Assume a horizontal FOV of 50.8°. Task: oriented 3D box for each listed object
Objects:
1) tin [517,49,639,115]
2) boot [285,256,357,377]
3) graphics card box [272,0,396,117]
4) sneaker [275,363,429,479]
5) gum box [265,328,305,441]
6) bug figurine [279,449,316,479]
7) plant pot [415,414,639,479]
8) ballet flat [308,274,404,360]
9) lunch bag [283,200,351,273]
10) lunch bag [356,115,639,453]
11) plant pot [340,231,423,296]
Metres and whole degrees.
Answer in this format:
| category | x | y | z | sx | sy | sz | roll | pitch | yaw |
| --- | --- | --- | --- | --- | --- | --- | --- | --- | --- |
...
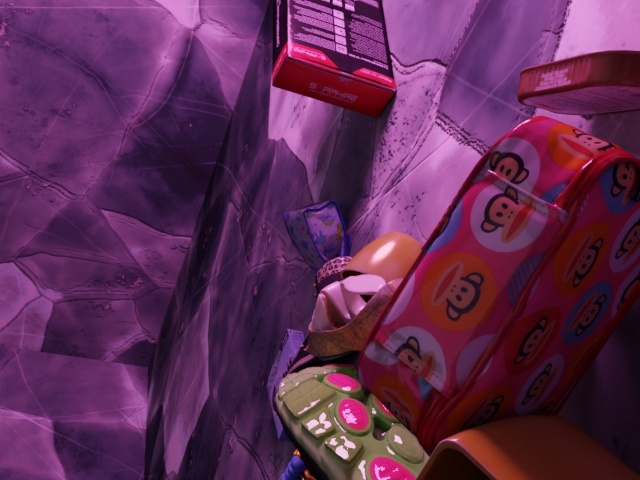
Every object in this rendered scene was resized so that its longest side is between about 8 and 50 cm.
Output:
| category | x | y | z | sx | sy | sz | roll | pitch | yaw |
| --- | --- | --- | --- | --- | --- | --- | --- | --- | --- |
| tin | 0.283 | -0.160 | 0.700 | 0.190 | 0.106 | 0.040 | -164 | 87 | -71 |
| boot | 0.009 | 0.158 | 1.276 | 0.236 | 0.085 | 0.178 | -51 | 30 | 38 |
| graphics card box | 0.020 | -0.434 | 1.391 | 0.094 | 0.233 | 0.371 | 126 | 149 | -48 |
| sneaker | 0.068 | 0.317 | 0.812 | 0.483 | 0.185 | 0.202 | -132 | 45 | -55 |
| gum box | -0.063 | 0.305 | 1.436 | 0.184 | 0.041 | 0.157 | -114 | 41 | -60 |
| bug figurine | -0.025 | 0.427 | 1.143 | 0.279 | 0.072 | 0.216 | -92 | 26 | -66 |
| plant pot | 0.179 | 0.265 | 0.537 | 0.212 | 0.187 | 0.212 | 40 | 121 | 27 |
| ballet flat | 0.052 | 0.108 | 0.987 | 0.348 | 0.123 | 0.123 | 159 | 122 | -67 |
| lunch bag | 0.000 | 0.000 | 1.383 | 0.129 | 0.096 | 0.151 | -3 | 104 | 69 |
| lunch bag | 0.192 | 0.057 | 0.614 | 0.120 | 0.258 | 0.293 | 39 | 102 | 41 |
| plant pot | 0.111 | 0.044 | 1.034 | 0.095 | 0.134 | 0.134 | -59 | 15 | -18 |
